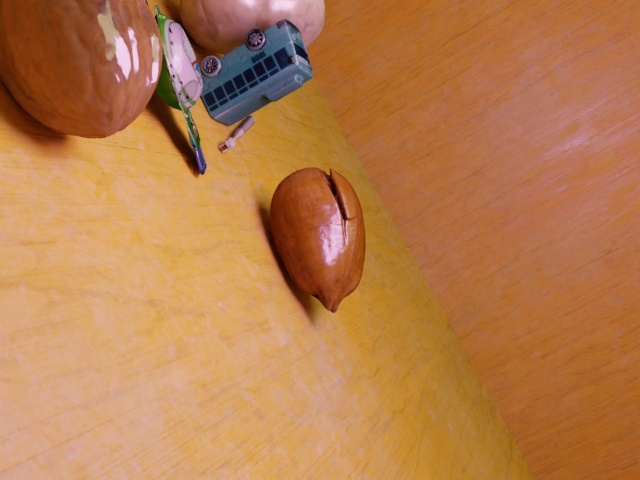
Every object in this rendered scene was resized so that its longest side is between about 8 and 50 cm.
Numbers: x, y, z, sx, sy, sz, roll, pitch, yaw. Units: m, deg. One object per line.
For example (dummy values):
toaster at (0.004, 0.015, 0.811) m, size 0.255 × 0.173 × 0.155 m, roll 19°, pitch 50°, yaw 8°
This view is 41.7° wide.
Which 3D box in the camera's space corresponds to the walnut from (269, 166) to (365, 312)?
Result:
walnut at (0.000, 0.000, 1.801) m, size 0.209 × 0.209 × 0.336 m, roll 37°, pitch 40°, yaw -57°

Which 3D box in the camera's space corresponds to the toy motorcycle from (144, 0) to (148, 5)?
toy motorcycle at (-0.397, -0.452, 1.454) m, size 0.275 × 0.127 × 0.205 m, roll 45°, pitch 23°, yaw -55°

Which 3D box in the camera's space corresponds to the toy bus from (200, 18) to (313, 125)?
toy bus at (-0.146, -0.376, 1.903) m, size 0.147 × 0.256 × 0.128 m, roll 66°, pitch 15°, yaw 10°

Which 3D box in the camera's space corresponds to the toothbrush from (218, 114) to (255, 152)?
toothbrush at (-0.189, -0.253, 1.966) m, size 0.025 × 0.030 × 0.342 m, roll 57°, pitch 15°, yaw -13°

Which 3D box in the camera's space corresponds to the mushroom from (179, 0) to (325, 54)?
mushroom at (-0.163, -0.582, 2.019) m, size 0.353 × 0.353 × 0.325 m, roll 55°, pitch 36°, yaw -18°

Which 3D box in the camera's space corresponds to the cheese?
cheese at (-0.262, -0.283, 1.586) m, size 0.204 × 0.083 × 0.320 m, roll -105°, pitch 180°, yaw -73°

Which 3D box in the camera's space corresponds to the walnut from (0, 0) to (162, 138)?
walnut at (-0.328, -0.261, 1.146) m, size 0.261 × 0.225 × 0.225 m, roll 67°, pitch 15°, yaw 6°
